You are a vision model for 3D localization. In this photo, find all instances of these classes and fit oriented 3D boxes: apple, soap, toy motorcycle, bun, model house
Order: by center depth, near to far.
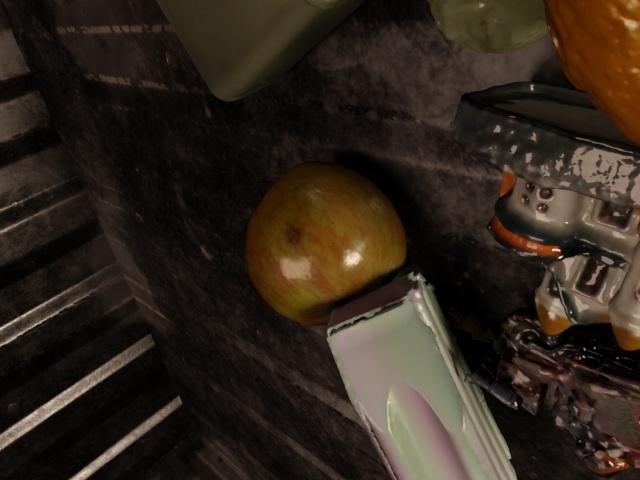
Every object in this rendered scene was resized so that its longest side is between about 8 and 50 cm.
[{"bbox_3d":[0.170,-0.285,0.561,0.195,0.118,0.196,31,142,28],"label":"bun"},{"bbox_3d":[0.269,0.004,0.589,0.271,0.190,0.301,29,132,36],"label":"model house"},{"bbox_3d":[0.327,0.195,0.777,0.400,0.134,0.207,25,131,36],"label":"toy motorcycle"},{"bbox_3d":[0.175,0.266,0.891,0.156,0.261,0.446,-22,105,16],"label":"soap"},{"bbox_3d":[0.000,0.000,0.915,0.264,0.264,0.265,33,141,31],"label":"apple"}]

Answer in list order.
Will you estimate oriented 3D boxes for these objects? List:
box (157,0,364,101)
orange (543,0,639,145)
[{"bbox_3d":[-0.108,-0.416,0.749,0.352,0.177,0.343,59,149,-7],"label":"box"},{"bbox_3d":[0.304,-0.196,0.308,0.340,0.293,0.341,43,163,17],"label":"orange"}]
